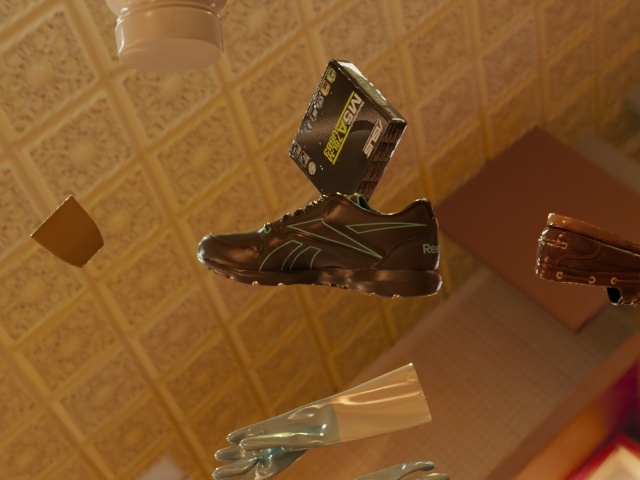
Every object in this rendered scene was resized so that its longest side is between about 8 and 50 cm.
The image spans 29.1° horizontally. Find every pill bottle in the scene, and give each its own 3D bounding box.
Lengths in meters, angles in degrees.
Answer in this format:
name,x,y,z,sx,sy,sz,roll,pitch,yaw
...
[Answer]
name,x,y,z,sx,sy,sz,roll,pitch,yaw
pill bottle,-0.200,-0.370,1.577,0.160,0.160,0.283,9,-107,-53

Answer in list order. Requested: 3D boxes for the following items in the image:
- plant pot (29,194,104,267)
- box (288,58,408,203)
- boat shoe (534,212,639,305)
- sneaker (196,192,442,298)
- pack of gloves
name,x,y,z,sx,sy,sz,roll,pitch,yaw
plant pot,-0.348,-0.006,1.718,0.081,0.083,0.081,-47,9,-9
box,0.040,-0.161,1.958,0.045,0.184,0.190,1,-52,-37
boat shoe,0.312,0.032,1.279,0.207,0.073,0.073,15,-93,-20
sneaker,0.000,0.000,1.306,0.101,0.267,0.106,-16,-71,-75
pack of gloves,0.000,0.219,1.184,0.232,0.195,0.046,-22,-49,5
